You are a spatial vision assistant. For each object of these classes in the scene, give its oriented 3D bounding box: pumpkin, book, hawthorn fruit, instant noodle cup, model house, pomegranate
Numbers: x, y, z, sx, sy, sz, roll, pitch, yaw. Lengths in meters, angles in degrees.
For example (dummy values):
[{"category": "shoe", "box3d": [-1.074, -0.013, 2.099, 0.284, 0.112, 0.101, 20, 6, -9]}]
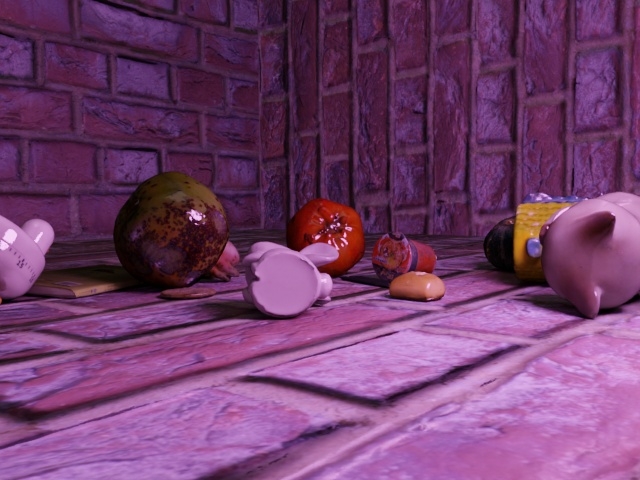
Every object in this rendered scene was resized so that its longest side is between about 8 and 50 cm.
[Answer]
[{"category": "pumpkin", "box3d": [0.553, 0.009, 1.908, 0.190, 0.146, 0.190, -26, 27, 14]}, {"category": "book", "box3d": [-0.550, 0.095, 1.626, 0.239, 0.035, 0.352, 3, 4, 25]}, {"category": "hawthorn fruit", "box3d": [0.000, 0.000, 1.831, 0.211, 0.212, 0.299, -2, -6, -21]}, {"category": "instant noodle cup", "box3d": [0.218, 0.047, 1.713, 0.127, 0.127, 0.135, 3, -3, 45]}, {"category": "model house", "box3d": [0.576, 0.006, 1.610, 0.237, 0.216, 0.303, 1, 9, 20]}, {"category": "pomegranate", "box3d": [-0.313, 0.005, 1.611, 0.284, 0.285, 0.340, 3, -25, 44]}]

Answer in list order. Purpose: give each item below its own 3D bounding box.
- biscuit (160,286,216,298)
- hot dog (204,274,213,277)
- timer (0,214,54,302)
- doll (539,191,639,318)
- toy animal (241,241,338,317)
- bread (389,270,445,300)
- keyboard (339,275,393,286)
[{"category": "biscuit", "box3d": [-0.284, 0.112, 1.464, 0.120, 0.015, 0.120, -1, 4, 0]}, {"category": "hot dog", "box3d": [-0.356, 0.062, 1.835, 0.269, 0.072, 0.109, 2, 2, 19]}, {"category": "timer", "box3d": [-0.677, 0.009, 1.405, 0.233, 0.240, 0.234, 16, -33, 11]}, {"category": "doll", "box3d": [0.555, 0.019, 1.312, 0.370, 0.215, 0.226, -1, 19, -42]}, {"category": "toy animal", "box3d": [-0.057, 0.069, 1.257, 0.178, 0.128, 0.193, 2, 3, 1]}, {"category": "bread", "box3d": [0.199, 0.092, 1.405, 0.082, 0.056, 0.115, -3, 5, -44]}, {"category": "keyboard", "box3d": [0.126, 0.099, 1.658, 0.063, 0.010, 0.198, -1, 4, -33]}]
